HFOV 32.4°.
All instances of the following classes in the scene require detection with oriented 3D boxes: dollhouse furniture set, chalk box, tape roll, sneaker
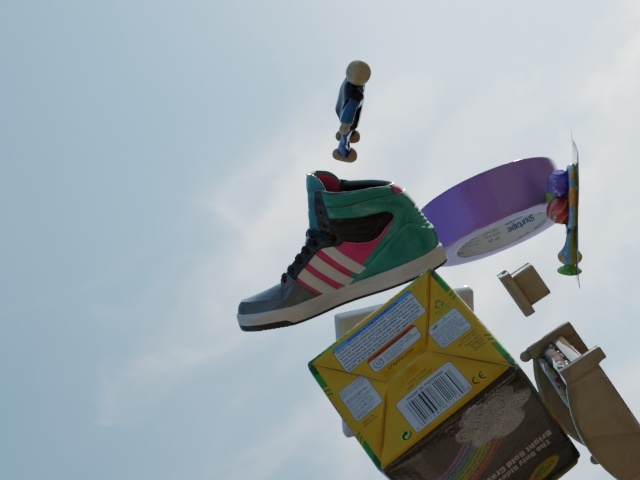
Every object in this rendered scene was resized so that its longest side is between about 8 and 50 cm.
[{"bbox_3d":[0.220,0.214,0.956,0.174,0.355,0.303,-35,-2,5],"label":"dollhouse furniture set"},{"bbox_3d":[0.112,0.151,0.908,0.132,0.132,0.213,-38,-45,0],"label":"chalk box"},{"bbox_3d":[0.314,-0.049,1.997,0.275,0.275,0.090,0,-116,-52],"label":"tape roll"},{"bbox_3d":[0.000,0.000,1.456,0.124,0.296,0.178,-50,-62,-78],"label":"sneaker"}]

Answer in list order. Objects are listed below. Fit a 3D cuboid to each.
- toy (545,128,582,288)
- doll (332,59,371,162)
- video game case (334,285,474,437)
[{"bbox_3d":[0.404,-0.053,1.837,0.137,0.056,0.237,-74,-23,-67],"label":"toy"},{"bbox_3d":[0.046,-0.203,1.652,0.189,0.046,0.129,97,-178,-58],"label":"doll"},{"bbox_3d":[0.094,0.130,1.187,0.157,0.019,0.143,-11,-68,-17],"label":"video game case"}]
